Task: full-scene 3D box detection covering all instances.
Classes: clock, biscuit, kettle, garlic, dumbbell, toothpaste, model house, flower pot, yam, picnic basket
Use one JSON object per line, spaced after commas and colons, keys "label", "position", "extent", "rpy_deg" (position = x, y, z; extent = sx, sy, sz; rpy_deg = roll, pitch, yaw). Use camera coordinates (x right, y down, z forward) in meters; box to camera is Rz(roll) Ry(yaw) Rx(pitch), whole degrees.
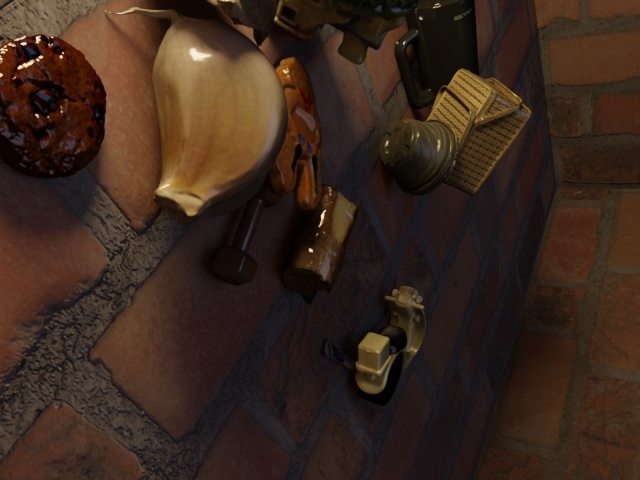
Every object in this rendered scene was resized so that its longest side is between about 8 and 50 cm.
{"label": "clock", "position": [0.219, 0.295, 1.678], "extent": [0.379, 0.120, 0.276], "rpy_deg": [-46, 142, -48]}
{"label": "biscuit", "position": [-0.366, -0.178, 0.781], "extent": [0.192, 0.050, 0.191], "rpy_deg": [-22, 116, -57]}
{"label": "kettle", "position": [0.364, -0.580, 1.731], "extent": [0.262, 0.203, 0.307], "rpy_deg": [-59, 142, -38]}
{"label": "garlic", "position": [-0.188, -0.209, 0.978], "extent": [0.246, 0.231, 0.339], "rpy_deg": [-15, 90, -12]}
{"label": "dumbbell", "position": [-0.142, -0.027, 1.117], "extent": [0.082, 0.092, 0.230], "rpy_deg": [88, 18, -69]}
{"label": "toothpaste", "position": [0.052, 0.306, 1.514], "extent": [0.170, 0.028, 0.045], "rpy_deg": [43, 47, -49]}
{"label": "model house", "position": [0.031, -0.485, 1.136], "extent": [0.261, 0.321, 0.266], "rpy_deg": [-63, -178, -31]}
{"label": "flower pot", "position": [0.257, -0.251, 1.622], "extent": [0.141, 0.236, 0.235], "rpy_deg": [18, 78, -33]}
{"label": "yam", "position": [-0.001, 0.000, 1.308], "extent": [0.128, 0.130, 0.238], "rpy_deg": [109, 1, -69]}
{"label": "picnic basket", "position": [0.429, -0.329, 1.705], "extent": [0.176, 0.228, 0.312], "rpy_deg": [19, 118, -25]}
{"label": "biscuit", "position": [-0.046, -0.229, 1.192], "extent": [0.202, 0.047, 0.333], "rpy_deg": [39, 45, -56]}

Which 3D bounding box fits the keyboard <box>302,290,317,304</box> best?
{"label": "keyboard", "position": [0.002, 0.058, 1.417], "extent": [0.067, 0.011, 0.202], "rpy_deg": [58, 47, -42]}

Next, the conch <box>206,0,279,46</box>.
{"label": "conch", "position": [-0.145, -0.446, 0.921], "extent": [0.324, 0.186, 0.263], "rpy_deg": [11, 50, -62]}
